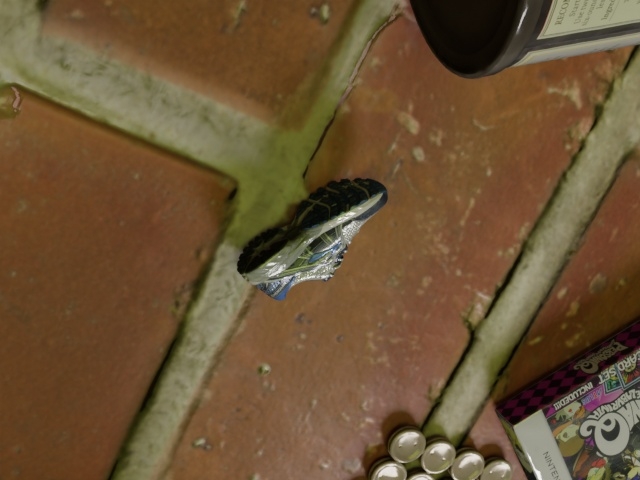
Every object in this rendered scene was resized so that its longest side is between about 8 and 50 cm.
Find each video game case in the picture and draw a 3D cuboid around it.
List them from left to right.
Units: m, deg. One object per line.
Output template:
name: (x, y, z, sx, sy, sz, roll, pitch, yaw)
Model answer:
video game case: (0.315, 0.194, 0.794, 0.232, 0.042, 0.210, -29, 115, -5)

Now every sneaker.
sneaker: (0.000, 0.000, 0.638, 0.135, 0.052, 0.058, -33, 124, 5)

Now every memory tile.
memory tile: (0.110, 0.245, 0.768, 0.148, 0.012, 0.113, 24, 100, -23)

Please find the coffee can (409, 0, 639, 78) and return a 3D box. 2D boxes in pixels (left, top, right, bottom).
coffee can: (0.214, -0.233, 0.533, 0.275, 0.201, 0.201, -12, 111, -13)
